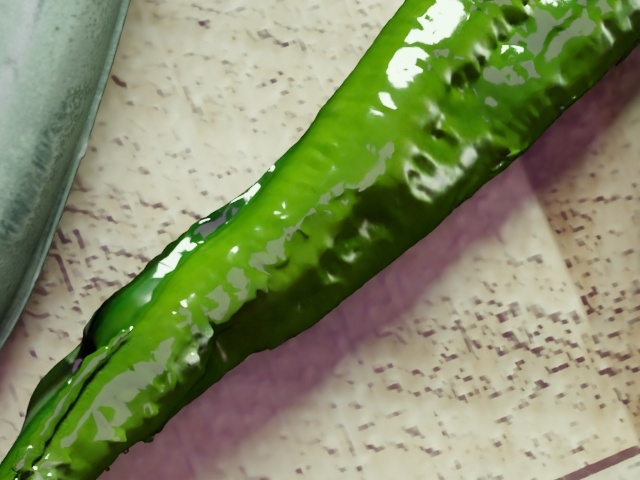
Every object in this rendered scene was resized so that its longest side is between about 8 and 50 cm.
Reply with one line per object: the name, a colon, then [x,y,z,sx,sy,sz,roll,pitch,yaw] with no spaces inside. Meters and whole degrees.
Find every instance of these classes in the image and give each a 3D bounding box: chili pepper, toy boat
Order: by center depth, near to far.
chili pepper: [-0.001,0.000,0.456,0.085,0.076,0.359,40,76,5]
toy boat: [-0.120,-0.040,0.458,0.078,0.085,0.260,21,93,-1]
